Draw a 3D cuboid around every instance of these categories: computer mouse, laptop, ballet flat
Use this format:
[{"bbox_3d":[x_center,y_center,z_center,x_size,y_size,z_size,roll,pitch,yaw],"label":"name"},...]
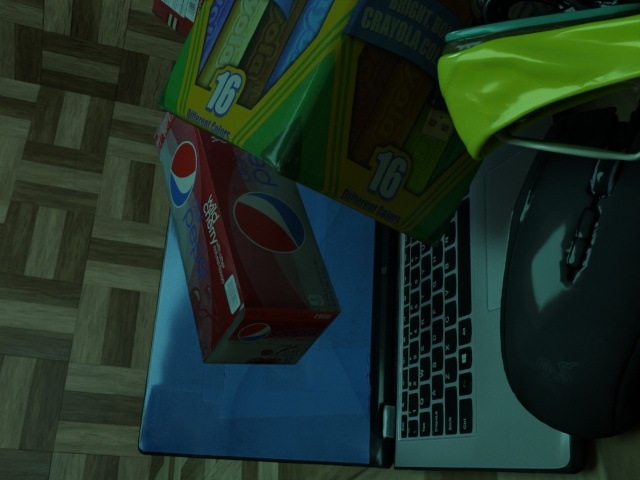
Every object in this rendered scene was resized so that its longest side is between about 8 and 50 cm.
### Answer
[{"bbox_3d":[0.123,-0.026,0.395,0.184,0.060,0.262,24,107,34],"label":"computer mouse"},{"bbox_3d":[0.000,0.000,0.626,0.408,0.236,0.382,140,136,-64],"label":"laptop"},{"bbox_3d":[0.157,-0.076,0.305,0.231,0.077,0.077,-4,95,40],"label":"ballet flat"}]

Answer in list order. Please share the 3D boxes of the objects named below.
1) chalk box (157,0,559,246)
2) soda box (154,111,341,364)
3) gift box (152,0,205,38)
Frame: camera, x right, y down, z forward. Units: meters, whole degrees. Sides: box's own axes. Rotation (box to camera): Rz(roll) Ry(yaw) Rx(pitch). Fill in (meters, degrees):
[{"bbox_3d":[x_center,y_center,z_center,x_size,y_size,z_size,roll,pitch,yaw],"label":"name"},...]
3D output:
[{"bbox_3d":[0.046,-0.175,0.508,0.179,0.180,0.289,34,100,46],"label":"chalk box"},{"bbox_3d":[-0.072,-0.024,0.617,0.083,0.092,0.263,-53,44,39],"label":"soda box"},{"bbox_3d":[-0.095,-0.410,1.133,0.276,0.258,0.255,49,128,43],"label":"gift box"}]
